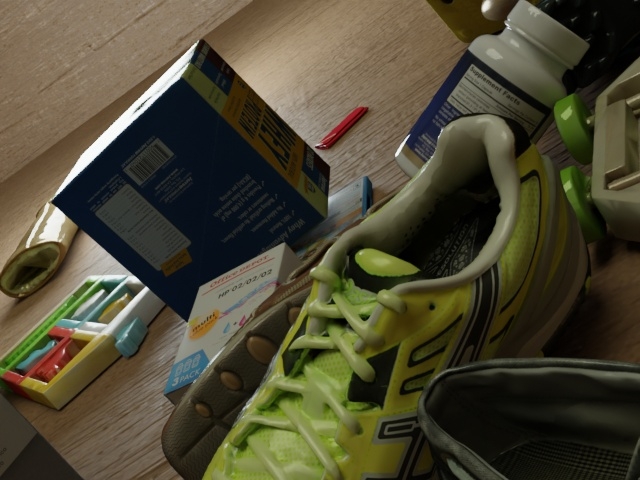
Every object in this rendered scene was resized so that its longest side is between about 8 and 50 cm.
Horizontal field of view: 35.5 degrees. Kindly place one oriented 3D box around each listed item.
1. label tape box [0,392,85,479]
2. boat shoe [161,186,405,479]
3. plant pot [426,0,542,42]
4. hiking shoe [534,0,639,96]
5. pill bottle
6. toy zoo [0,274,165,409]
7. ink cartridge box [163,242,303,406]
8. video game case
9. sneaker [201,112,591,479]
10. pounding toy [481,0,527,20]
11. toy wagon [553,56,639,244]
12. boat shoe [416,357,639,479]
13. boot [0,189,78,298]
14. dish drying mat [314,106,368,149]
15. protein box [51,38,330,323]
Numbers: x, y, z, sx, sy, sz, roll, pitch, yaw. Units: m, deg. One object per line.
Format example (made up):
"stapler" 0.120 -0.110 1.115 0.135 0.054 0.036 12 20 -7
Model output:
"label tape box" -0.381 0.148 0.863 0.240 0.334 0.106 -14 30 46
"boat shoe" 0.020 0.062 0.732 0.324 0.123 0.116 -37 12 -18
"plant pot" 0.215 -0.374 1.237 0.212 0.212 0.187 -16 41 44
"hiking shoe" 0.287 -0.234 0.927 0.304 0.113 0.132 -29 9 1
"pill bottle" 0.146 -0.112 0.837 0.169 0.094 0.094 -55 16 16
"toy zoo" -0.292 0.117 1.220 0.192 0.030 0.293 -47 22 -24
"ink cartridge box" -0.062 0.073 0.878 0.104 0.062 0.181 -27 28 24
"video game case" 0.000 0.000 1.022 0.119 0.015 0.166 -30 21 17
"sneaker" 0.013 0.084 0.569 0.145 0.147 0.385 18 61 37
"pounding toy" 0.296 -0.333 1.057 0.269 0.155 0.154 -41 16 -11
"toy wagon" 0.282 -0.076 0.653 0.267 0.068 0.344 -26 24 29
"boat shoe" 0.154 0.108 0.386 0.335 0.119 0.121 -8 35 53
"boot" -0.425 -0.037 1.701 0.236 0.089 0.269 -45 17 16
"dish drying mat" 0.028 -0.148 1.304 0.083 0.008 0.032 -46 21 -22
"protein box" -0.129 -0.059 1.055 0.199 0.201 0.136 -39 19 19
